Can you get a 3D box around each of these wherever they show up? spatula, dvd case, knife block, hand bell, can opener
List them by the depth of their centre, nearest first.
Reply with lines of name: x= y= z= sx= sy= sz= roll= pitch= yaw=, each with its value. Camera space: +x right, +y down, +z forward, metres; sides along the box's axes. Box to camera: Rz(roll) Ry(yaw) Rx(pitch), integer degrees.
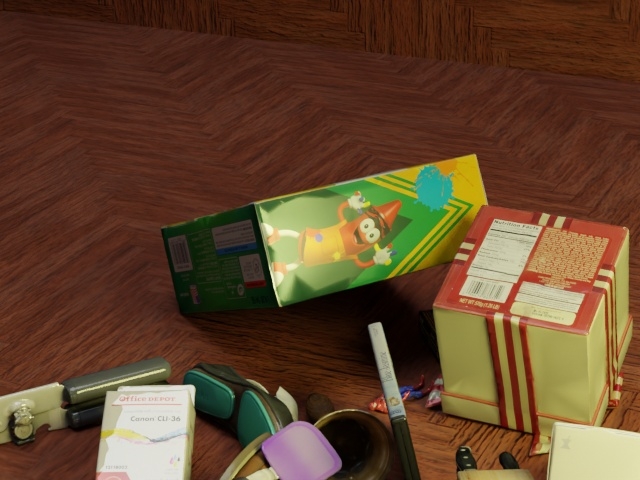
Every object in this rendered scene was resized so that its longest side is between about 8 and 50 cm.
knife block: x=0.204 y=0.305 z=1.579 sx=0.088 sy=0.275 sz=0.242 roll=-3 pitch=54 yaw=-2
spatula: x=-0.078 y=0.287 z=1.634 sx=0.084 sy=0.030 sz=0.296 roll=53 pitch=31 yaw=12
dvd case: x=0.102 y=0.241 z=1.786 sx=0.022 sy=0.180 sz=0.253 roll=-13 pitch=24 yaw=1
hand bell: x=0.013 y=0.253 z=1.888 sx=0.126 sy=0.126 sz=0.242 roll=-6 pitch=13 yaw=-10
can opener: x=-0.352 y=0.224 z=1.981 sx=0.280 sy=0.074 sz=0.093 roll=-12 pitch=25 yaw=-22

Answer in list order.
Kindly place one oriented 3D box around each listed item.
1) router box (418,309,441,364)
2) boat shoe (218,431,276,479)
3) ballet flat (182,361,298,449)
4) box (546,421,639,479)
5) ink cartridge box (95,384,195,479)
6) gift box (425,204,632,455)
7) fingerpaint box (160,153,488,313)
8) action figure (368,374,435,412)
router box: x=0.214 y=0.147 z=2.159 sx=0.092 sy=0.038 sz=0.122 roll=-6 pitch=24 yaw=-11
boat shoe: x=-0.103 y=0.352 z=1.666 sx=0.104 sy=0.110 sz=0.307 roll=31 pitch=36 yaw=10
ballet flat: x=-0.091 y=0.235 z=1.924 sx=0.096 sy=0.095 sz=0.280 roll=-3 pitch=21 yaw=-34
box: x=0.346 y=0.274 z=1.643 sx=0.113 sy=0.094 sz=0.275 roll=6 pitch=-7 yaw=20
ink cartridge box: x=-0.226 y=0.261 z=1.794 sx=0.115 sy=0.067 sz=0.198 roll=-1 pitch=54 yaw=2
gift box: x=0.287 y=0.138 z=1.928 sx=0.255 sy=0.258 sz=0.276 roll=14 pitch=48 yaw=26
fingerpaint box: x=0.000 y=0.000 z=2.163 sx=0.371 sy=0.163 sz=0.445 roll=-14 pitch=2 yaw=-25
action figure: x=0.115 y=0.226 z=2.006 sx=0.115 sy=0.030 sz=0.038 roll=-22 pitch=36 yaw=-33
